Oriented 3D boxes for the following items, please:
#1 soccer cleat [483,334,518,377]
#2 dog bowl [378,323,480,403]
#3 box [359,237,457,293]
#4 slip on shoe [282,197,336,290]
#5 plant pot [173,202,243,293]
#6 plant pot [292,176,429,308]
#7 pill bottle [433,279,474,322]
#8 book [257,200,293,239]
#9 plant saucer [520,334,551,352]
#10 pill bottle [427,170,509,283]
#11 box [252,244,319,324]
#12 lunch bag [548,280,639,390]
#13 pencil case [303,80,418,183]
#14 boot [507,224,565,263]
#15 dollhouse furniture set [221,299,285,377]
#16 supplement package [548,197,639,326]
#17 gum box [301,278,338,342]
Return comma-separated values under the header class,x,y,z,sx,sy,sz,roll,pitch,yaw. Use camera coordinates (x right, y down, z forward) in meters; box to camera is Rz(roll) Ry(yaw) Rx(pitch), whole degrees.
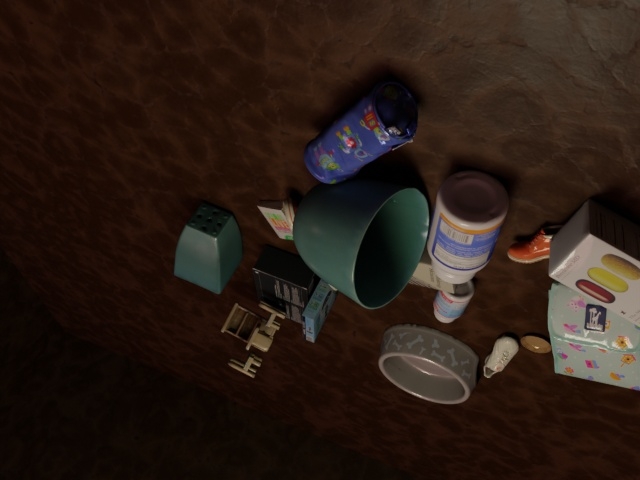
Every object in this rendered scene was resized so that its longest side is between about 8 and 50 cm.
class,x,y,z,sx,sy,sz,roll,pitch,yaw
soccer cleat,0.523,0.339,1.997,0.068,0.076,0.196,23,149,8
dog bowl,0.345,0.408,2.218,0.349,0.102,0.348,21,149,13
box,0.223,0.043,1.766,0.275,0.094,0.113,12,146,25
slip on shoe,0.000,0.000,1.880,0.101,0.123,0.331,-32,122,9
plant pot,-0.339,0.009,2.102,0.166,0.165,0.234,23,141,8
plant pot,0.077,-0.017,1.620,0.235,0.293,0.293,23,152,34
pill bottle,0.353,0.158,1.846,0.087,0.087,0.160,22,149,9
book,-0.107,-0.055,1.943,0.096,0.035,0.144,7,146,37
plant saucer,0.601,0.284,1.913,0.083,0.015,0.083,20,148,13
pill bottle,0.321,-0.017,1.543,0.152,0.152,0.272,19,149,13
box,-0.102,0.148,2.172,0.184,0.103,0.261,18,149,12
lunch bag,0.661,0.207,1.617,0.223,0.160,0.262,8,134,35
pencil case,0.086,-0.217,1.454,0.133,0.119,0.306,51,147,-7
boot,0.489,0.003,1.541,0.158,0.059,0.084,-9,132,33
dollhouse furniture set,-0.230,0.288,2.194,0.161,0.212,0.242,27,178,-2
supplement package,0.609,0.050,1.404,0.244,0.134,0.139,28,130,-2
gum box,0.001,0.194,2.078,0.041,0.184,0.157,20,148,13
